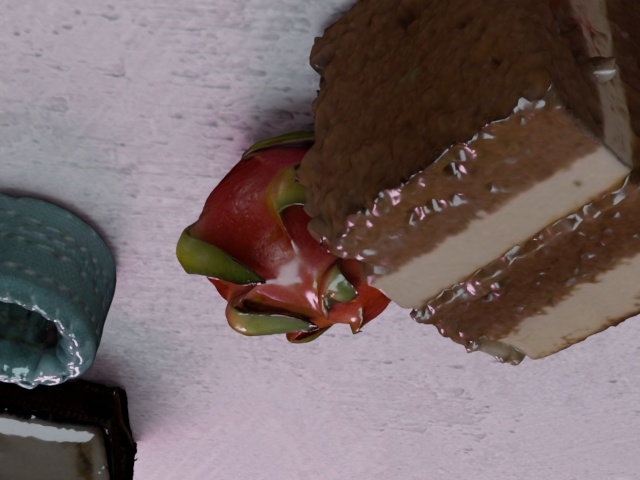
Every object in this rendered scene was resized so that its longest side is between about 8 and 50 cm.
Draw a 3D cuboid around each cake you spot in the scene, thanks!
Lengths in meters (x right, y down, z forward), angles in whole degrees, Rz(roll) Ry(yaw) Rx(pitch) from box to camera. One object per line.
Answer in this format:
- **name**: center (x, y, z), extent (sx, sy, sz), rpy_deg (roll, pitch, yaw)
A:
- **cake**: center (0.167, -0.082, 0.935), extent (0.290, 0.255, 0.282), rpy_deg (27, 137, -29)

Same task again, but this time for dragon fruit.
- **dragon fruit**: center (-0.005, -0.002, 1.098), extent (0.227, 0.224, 0.224), rpy_deg (-7, 141, 33)

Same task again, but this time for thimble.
- **thimble**: center (-0.346, 0.058, 1.291), extent (0.198, 0.143, 0.235), rpy_deg (-4, 139, 14)

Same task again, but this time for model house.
- **model house**: center (-0.401, 0.324, 1.569), extent (0.317, 0.297, 0.282), rpy_deg (9, -173, -10)
